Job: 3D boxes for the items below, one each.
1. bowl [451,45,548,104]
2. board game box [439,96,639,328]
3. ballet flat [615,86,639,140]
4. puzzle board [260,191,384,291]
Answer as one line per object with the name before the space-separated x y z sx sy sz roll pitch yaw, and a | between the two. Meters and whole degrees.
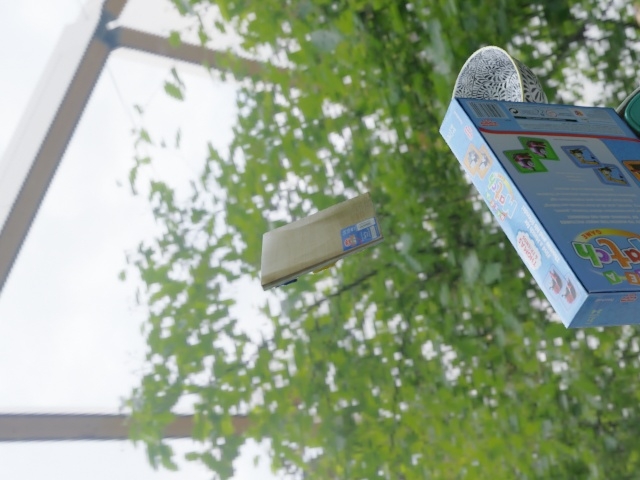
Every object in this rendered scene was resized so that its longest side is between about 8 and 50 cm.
bowl | 0.253 -0.173 1.361 0.080 0.170 0.170 -1 -105 -25
board game box | 0.202 -0.027 0.750 0.160 0.039 0.212 0 -137 -26
ballet flat | 0.426 -0.104 1.357 0.400 0.139 0.139 -39 -59 -16
puzzle board | 0.000 0.000 0.787 0.128 0.096 0.011 -97 -15 -72
